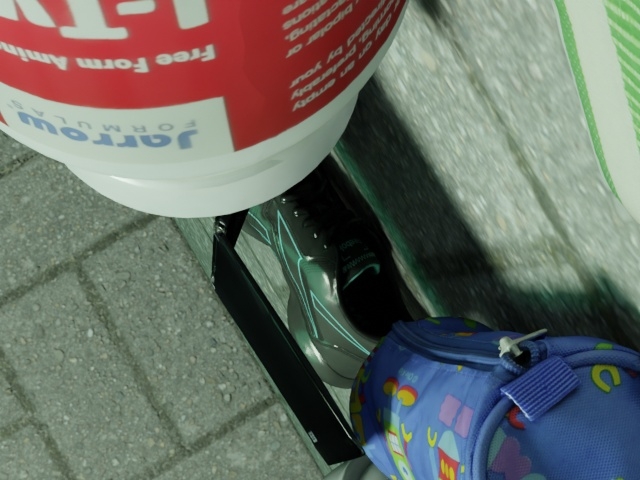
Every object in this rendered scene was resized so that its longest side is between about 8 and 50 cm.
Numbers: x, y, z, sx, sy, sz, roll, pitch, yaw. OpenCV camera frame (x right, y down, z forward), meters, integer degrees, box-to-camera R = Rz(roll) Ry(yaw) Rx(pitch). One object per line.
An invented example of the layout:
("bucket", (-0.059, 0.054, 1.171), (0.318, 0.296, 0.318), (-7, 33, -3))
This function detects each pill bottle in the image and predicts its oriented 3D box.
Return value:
("pill bottle", (-0.072, -0.164, 0.591), (0.229, 0.229, 0.407), (56, 170, 20))

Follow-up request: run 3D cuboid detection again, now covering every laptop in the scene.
("laptop", (0.000, 0.000, 1.003), (0.137, 0.264, 0.234), (21, 169, -1))

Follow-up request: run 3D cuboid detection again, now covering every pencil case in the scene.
("pencil case", (0.101, 0.105, 0.847), (0.133, 0.119, 0.306), (66, 170, -4))

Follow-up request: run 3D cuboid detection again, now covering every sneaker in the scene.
("sneaker", (-0.001, -0.012, 1.191), (0.106, 0.101, 0.267), (-20, 100, 58))

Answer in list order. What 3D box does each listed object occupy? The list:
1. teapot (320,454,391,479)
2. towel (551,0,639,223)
("teapot", (0.084, 0.220, 1.073), (0.256, 0.252, 0.187), (31, 128, 37))
("towel", (0.164, -0.013, 0.411), (0.325, 0.038, 0.248), (47, 166, 46))
